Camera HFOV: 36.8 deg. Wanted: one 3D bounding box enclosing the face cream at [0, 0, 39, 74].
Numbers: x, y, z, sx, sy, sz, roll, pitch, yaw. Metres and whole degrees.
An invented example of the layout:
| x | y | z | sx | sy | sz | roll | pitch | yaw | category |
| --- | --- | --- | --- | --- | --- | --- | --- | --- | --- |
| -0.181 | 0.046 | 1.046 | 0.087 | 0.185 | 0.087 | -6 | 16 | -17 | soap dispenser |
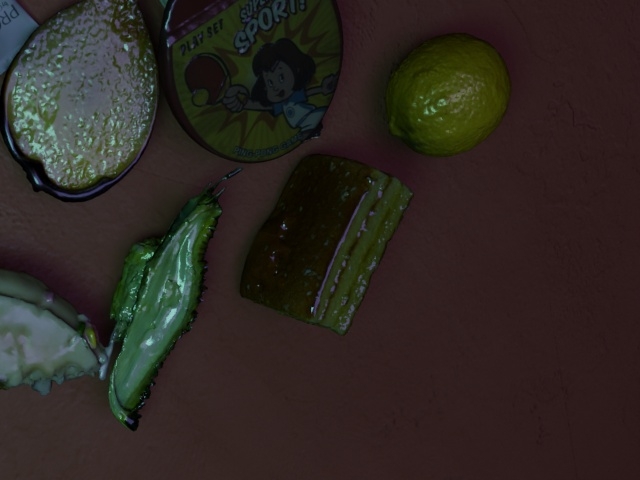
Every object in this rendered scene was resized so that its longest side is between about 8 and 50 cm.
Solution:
| x | y | z | sx | sy | sz | roll | pitch | yaw | category |
| --- | --- | --- | --- | --- | --- | --- | --- | --- | --- |
| -0.429 | -0.312 | 1.128 | 0.092 | 0.058 | 0.244 | -47 | 123 | -22 | face cream |

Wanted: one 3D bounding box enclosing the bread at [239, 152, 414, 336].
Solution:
| x | y | z | sx | sy | sz | roll | pitch | yaw | category |
| --- | --- | --- | --- | --- | --- | --- | --- | --- | --- |
| 0.000 | 0.000 | 1.350 | 0.110 | 0.184 | 0.234 | 32 | 80 | -36 | bread |

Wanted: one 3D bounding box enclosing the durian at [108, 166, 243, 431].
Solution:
| x | y | z | sx | sy | sz | roll | pitch | yaw | category |
| --- | --- | --- | --- | --- | --- | --- | --- | --- | --- |
| -0.205 | 0.066 | 1.280 | 0.132 | 0.106 | 0.375 | 22 | 87 | -29 | durian |

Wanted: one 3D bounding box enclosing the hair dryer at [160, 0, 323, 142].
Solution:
| x | y | z | sx | sy | sz | roll | pitch | yaw | category |
| --- | --- | --- | --- | --- | --- | --- | --- | --- | --- |
| -0.075 | -0.275 | 1.315 | 0.203 | 0.128 | 0.362 | -35 | 121 | -22 | hair dryer |

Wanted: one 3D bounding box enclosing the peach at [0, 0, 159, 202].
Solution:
| x | y | z | sx | sy | sz | roll | pitch | yaw | category |
| --- | --- | --- | --- | --- | --- | --- | --- | --- | --- |
| -0.298 | -0.187 | 1.214 | 0.189 | 0.068 | 0.279 | 24 | 86 | -23 | peach |

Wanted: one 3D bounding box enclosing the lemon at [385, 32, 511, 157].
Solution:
| x | y | z | sx | sy | sz | roll | pitch | yaw | category |
| --- | --- | --- | --- | --- | --- | --- | --- | --- | --- |
| 0.189 | -0.217 | 1.438 | 0.193 | 0.180 | 0.181 | -11 | 103 | -20 | lemon |

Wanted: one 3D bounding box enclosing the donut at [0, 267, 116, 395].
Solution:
| x | y | z | sx | sy | sz | roll | pitch | yaw | category |
| --- | --- | --- | --- | --- | --- | --- | --- | --- | --- |
| -0.454 | 0.190 | 1.125 | 0.307 | 0.150 | 0.371 | 39 | 77 | -28 | donut |

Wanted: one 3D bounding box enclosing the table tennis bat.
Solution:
| x | y | z | sx | sy | sz | roll | pitch | yaw | category |
| --- | --- | --- | --- | --- | --- | --- | --- | --- | --- |
| -0.099 | -0.278 | 1.198 | 0.268 | 0.051 | 0.415 | -38 | 132 | -19 | table tennis bat |
